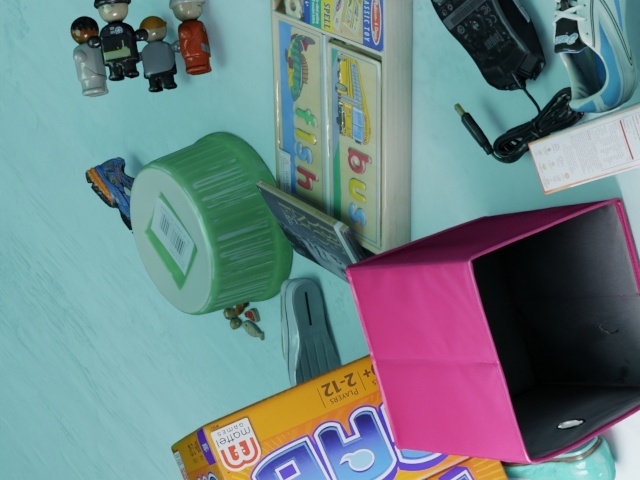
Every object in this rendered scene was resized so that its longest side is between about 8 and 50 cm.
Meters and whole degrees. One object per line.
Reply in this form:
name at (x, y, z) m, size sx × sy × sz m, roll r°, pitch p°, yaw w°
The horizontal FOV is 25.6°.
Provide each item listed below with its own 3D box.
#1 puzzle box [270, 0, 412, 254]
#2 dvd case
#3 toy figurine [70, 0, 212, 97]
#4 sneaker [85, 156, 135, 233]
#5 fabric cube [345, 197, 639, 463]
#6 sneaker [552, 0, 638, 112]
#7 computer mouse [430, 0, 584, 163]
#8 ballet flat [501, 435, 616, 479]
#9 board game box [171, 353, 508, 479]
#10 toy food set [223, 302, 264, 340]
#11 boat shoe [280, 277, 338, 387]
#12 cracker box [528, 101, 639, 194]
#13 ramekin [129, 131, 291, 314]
puzzle box at (0.028, -0.203, 2.052) m, size 0.272 × 0.052 × 0.409 m, roll 28°, pitch 129°, yaw 45°
dvd case at (0.000, 0.000, 2.166) m, size 0.221 × 0.018 × 0.164 m, roll 29°, pitch 156°, yaw 45°
toy figurine at (-0.301, -0.330, 2.323) m, size 0.209 × 0.213 × 0.148 m, roll -13°, pitch 87°, yaw 60°
sneaker at (-0.343, -0.072, 2.639) m, size 0.221 × 0.087 × 0.083 m, roll 47°, pitch 167°, yaw 5°
fabric cube at (0.229, 0.110, 1.739) m, size 0.258 × 0.254 × 0.259 m, roll -8°, pitch 101°, yaw 56°
sneaker at (0.287, -0.255, 1.535) m, size 0.085 × 0.086 × 0.237 m, roll -2°, pitch 106°, yaw 54°
computer mouse at (0.215, -0.226, 1.764) m, size 0.262 × 0.060 × 0.184 m, roll 52°, pitch 141°, yaw 6°
ballet flat at (0.304, 0.303, 1.898) m, size 0.247 × 0.083 × 0.087 m, roll -7°, pitch 115°, yaw 59°
board game box at (0.036, 0.371, 1.989) m, size 0.356 × 0.356 × 0.356 m, roll 66°, pitch 163°, yaw 7°
toy food set at (-0.146, 0.131, 2.513) m, size 0.122 × 0.019 × 0.078 m, roll 20°, pitch 123°, yaw 50°
boat shoe at (-0.023, 0.170, 2.316) m, size 0.076 × 0.083 × 0.226 m, roll -169°, pitch 75°, yaw -66°
cracker box at (0.359, -0.120, 1.515) m, size 0.232 × 0.156 × 0.067 m, roll -16°, pitch 92°, yaw 57°
ramekin at (-0.196, -0.020, 2.386) m, size 0.303 × 0.148 × 0.303 m, roll 31°, pitch 131°, yaw 44°
